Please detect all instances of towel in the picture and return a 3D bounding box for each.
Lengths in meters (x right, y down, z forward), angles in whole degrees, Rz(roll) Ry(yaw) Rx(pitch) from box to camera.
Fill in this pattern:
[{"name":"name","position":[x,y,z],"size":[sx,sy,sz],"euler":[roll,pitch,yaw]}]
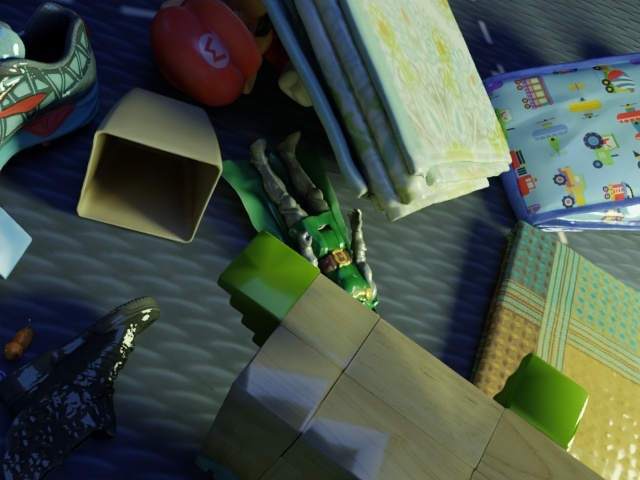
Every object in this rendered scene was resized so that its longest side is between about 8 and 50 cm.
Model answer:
[{"name":"towel","position":[0.069,-0.213,0.741],"size":[0.320,0.090,0.374],"euler":[-16,83,-59]},{"name":"towel","position":[0.347,0.168,0.788],"size":[0.370,0.040,0.271],"euler":[30,55,-7]}]

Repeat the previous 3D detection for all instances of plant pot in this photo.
[{"name":"plant pot","position":[-0.155,-0.079,0.643],"size":[0.109,0.109,0.096],"euler":[15,45,-18]}]

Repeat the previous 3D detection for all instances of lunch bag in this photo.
[{"name":"lunch bag","position":[0.346,-0.127,0.912],"size":[0.293,0.138,0.221],"euler":[-5,67,-17]}]

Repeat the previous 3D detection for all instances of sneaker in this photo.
[{"name":"sneaker","position":[-0.184,0.122,0.548],"size":[0.170,0.051,0.089],"euler":[-32,81,-31]},{"name":"sneaker","position":[-0.288,-0.124,0.562],"size":[0.104,0.125,0.262],"euler":[25,41,8]}]

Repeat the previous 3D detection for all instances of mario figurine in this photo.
[{"name":"mario figurine","position":[-0.058,-0.267,0.747],"size":[0.198,0.170,0.320],"euler":[16,46,13]}]

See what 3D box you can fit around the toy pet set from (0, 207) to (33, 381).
[{"name":"toy pet set","position":[-0.276,0.035,0.539],"size":[0.122,0.065,0.114],"euler":[28,54,-10]}]

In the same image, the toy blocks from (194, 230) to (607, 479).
[{"name":"toy blocks","position":[0.055,0.198,0.507],"size":[0.381,0.261,0.191],"euler":[36,55,5]}]

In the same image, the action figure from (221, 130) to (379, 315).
[{"name":"action figure","position":[0.000,0.000,0.702],"size":[0.137,0.063,0.232],"euler":[-21,77,-37]}]
